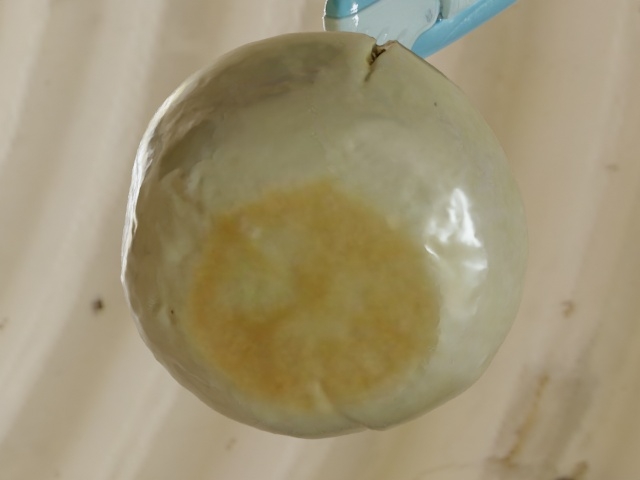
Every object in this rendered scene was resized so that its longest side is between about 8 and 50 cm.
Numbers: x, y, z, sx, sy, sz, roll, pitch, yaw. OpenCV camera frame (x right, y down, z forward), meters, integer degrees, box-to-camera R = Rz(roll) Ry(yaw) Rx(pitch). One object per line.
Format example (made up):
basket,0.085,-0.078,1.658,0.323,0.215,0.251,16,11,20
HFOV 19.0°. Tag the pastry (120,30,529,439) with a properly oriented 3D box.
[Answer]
pastry,0.000,0.000,0.717,0.092,0.156,0.156,-91,-172,-68

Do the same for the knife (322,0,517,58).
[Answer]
knife,0.082,-0.139,0.909,0.031,0.222,0.064,14,-53,43
